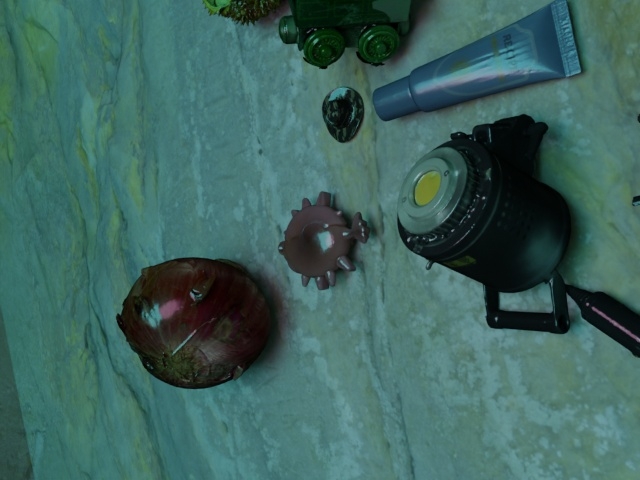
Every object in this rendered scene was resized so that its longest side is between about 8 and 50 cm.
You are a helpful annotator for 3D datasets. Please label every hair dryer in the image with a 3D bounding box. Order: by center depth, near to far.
[{"bbox_3d":[0.509,0.180,1.048,0.352,0.107,0.189,40,118,42],"label":"hair dryer"}]

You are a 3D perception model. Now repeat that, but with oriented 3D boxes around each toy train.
[{"bbox_3d":[0.050,-0.449,1.312,0.202,0.266,0.145,93,167,-51],"label":"toy train"}]

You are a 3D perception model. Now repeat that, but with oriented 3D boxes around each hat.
[{"bbox_3d":[0.038,-0.272,1.466,0.121,0.050,0.121,4,96,40],"label":"hat"}]

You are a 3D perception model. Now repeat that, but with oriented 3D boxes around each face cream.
[{"bbox_3d":[0.271,-0.307,1.245,0.385,0.086,0.136,-14,82,36],"label":"face cream"}]

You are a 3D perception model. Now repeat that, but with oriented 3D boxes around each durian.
[{"bbox_3d":[-0.162,-0.608,1.554,0.237,0.176,0.200,-39,56,29],"label":"durian"}]

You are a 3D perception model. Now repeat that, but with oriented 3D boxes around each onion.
[{"bbox_3d":[-0.285,0.188,1.568,0.353,0.353,0.354,1,91,41],"label":"onion"}]

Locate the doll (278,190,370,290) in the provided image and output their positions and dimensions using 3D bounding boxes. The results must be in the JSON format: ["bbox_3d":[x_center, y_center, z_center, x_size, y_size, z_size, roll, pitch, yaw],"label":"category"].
[{"bbox_3d":[0.000,0.000,1.476,0.262,0.093,0.211,-22,73,40],"label":"doll"}]

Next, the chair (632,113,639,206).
[{"bbox_3d":[0.576,-0.105,0.923,0.247,0.158,0.172,-1,72,39],"label":"chair"}]

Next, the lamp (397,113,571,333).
[{"bbox_3d":[0.259,-0.029,1.122,0.205,0.272,0.374,-3,87,56],"label":"lamp"}]
